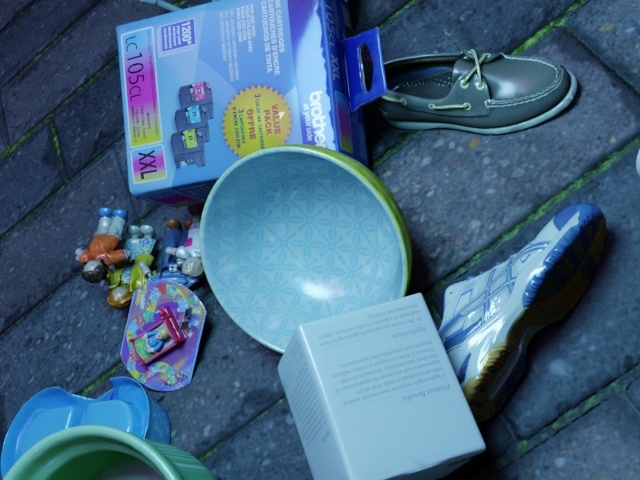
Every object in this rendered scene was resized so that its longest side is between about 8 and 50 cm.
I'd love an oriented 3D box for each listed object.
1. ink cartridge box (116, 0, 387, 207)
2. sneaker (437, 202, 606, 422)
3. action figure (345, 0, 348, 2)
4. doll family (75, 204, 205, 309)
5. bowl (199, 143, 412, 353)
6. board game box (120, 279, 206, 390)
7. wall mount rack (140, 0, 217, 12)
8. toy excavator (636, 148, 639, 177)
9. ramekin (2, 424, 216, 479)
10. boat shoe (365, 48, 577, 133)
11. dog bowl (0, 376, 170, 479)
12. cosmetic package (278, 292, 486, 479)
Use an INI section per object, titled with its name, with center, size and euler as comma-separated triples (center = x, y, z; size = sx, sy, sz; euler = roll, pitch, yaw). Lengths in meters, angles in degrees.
[ink cartridge box]
center = -0.087, -0.216, 1.246
size = 0.396, 0.151, 0.269
euler = -9, 84, 18
[sneaker]
center = 0.211, 0.063, 0.994
size = 0.296, 0.112, 0.131
euler = -51, 46, -4
[action figure]
center = -0.005, -0.446, 1.490
size = 0.341, 0.179, 0.330
euler = -32, 33, 57
[doll family]
center = -0.263, 0.041, 1.368
size = 0.263, 0.118, 0.163
euler = -3, 52, 14
[bowl]
center = 0.000, 0.000, 1.134
size = 0.290, 0.289, 0.156
euler = -17, 10, 27
[board game box]
center = -0.248, 0.144, 1.271
size = 0.133, 0.033, 0.168
euler = 15, 93, 22
[wall mount rack]
center = -0.184, -0.511, 1.560
size = 0.350, 0.130, 0.304
euler = -40, 18, 23
[toy excavator]
center = 0.541, -0.271, 0.871
size = 0.445, 0.432, 0.222
euler = -23, 45, -15
[ramekin]
center = -0.253, 0.385, 1.044
size = 0.304, 0.148, 0.303
euler = -6, 73, 20
[boat shoe]
center = 0.203, -0.217, 1.193
size = 0.305, 0.091, 0.109
euler = 3, 64, 37
[dog bowl]
center = -0.349, 0.303, 1.268
size = 0.297, 0.074, 0.165
euler = -14, 55, 29
[cosmetic package]
center = 0.059, 0.182, 0.930
size = 0.151, 0.151, 0.183
euler = -12, 67, -18
